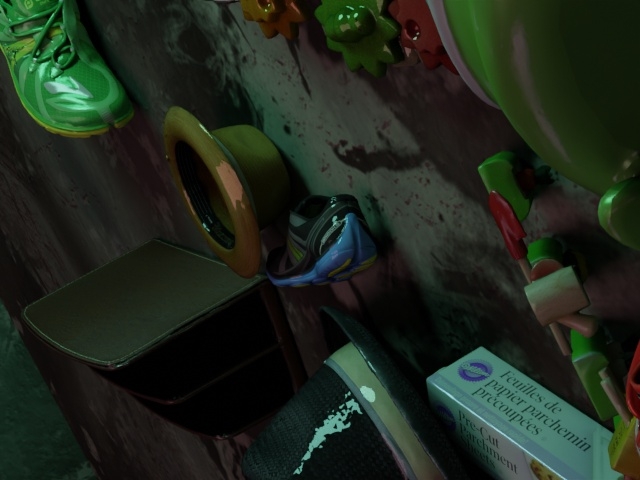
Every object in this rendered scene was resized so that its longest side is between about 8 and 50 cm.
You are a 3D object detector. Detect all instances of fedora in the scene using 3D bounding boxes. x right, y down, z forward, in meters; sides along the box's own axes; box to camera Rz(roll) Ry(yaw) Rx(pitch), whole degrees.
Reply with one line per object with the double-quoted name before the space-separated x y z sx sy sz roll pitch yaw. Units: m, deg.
"fedora" -0.082 -0.057 1.209 0.194 0.079 0.194 53 160 29
"fedora" 0.029 0.219 1.103 0.334 0.152 0.334 57 172 13

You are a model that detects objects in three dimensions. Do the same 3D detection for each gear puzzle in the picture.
"gear puzzle" 0.030 -0.190 0.848 0.339 0.044 0.175 7 121 51

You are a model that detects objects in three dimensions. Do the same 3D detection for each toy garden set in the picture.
"toy garden set" 0.173 0.053 0.785 0.244 0.049 0.204 63 -167 -1

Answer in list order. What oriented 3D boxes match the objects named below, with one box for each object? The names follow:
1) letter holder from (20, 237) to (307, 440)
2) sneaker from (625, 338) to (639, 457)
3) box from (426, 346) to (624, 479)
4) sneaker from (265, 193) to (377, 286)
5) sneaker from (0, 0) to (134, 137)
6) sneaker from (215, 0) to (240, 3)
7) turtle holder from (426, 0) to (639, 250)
"letter holder" -0.193 0.128 1.446 0.302 0.214 0.152 15 128 57
"sneaker" 0.243 0.121 0.675 0.090 0.145 0.270 -77 -23 -65
"box" 0.206 0.185 0.926 0.324 0.063 0.067 34 143 45
"sneaker" 0.000 0.000 1.149 0.188 0.067 0.078 151 112 -67
"sneaker" -0.320 -0.235 1.444 0.295 0.109 0.123 51 157 22
"sneaker" -0.100 -0.270 1.032 0.208 0.081 0.094 42 138 29
"turtle holder" 0.163 -0.139 0.536 0.320 0.243 0.227 31 -164 -39
